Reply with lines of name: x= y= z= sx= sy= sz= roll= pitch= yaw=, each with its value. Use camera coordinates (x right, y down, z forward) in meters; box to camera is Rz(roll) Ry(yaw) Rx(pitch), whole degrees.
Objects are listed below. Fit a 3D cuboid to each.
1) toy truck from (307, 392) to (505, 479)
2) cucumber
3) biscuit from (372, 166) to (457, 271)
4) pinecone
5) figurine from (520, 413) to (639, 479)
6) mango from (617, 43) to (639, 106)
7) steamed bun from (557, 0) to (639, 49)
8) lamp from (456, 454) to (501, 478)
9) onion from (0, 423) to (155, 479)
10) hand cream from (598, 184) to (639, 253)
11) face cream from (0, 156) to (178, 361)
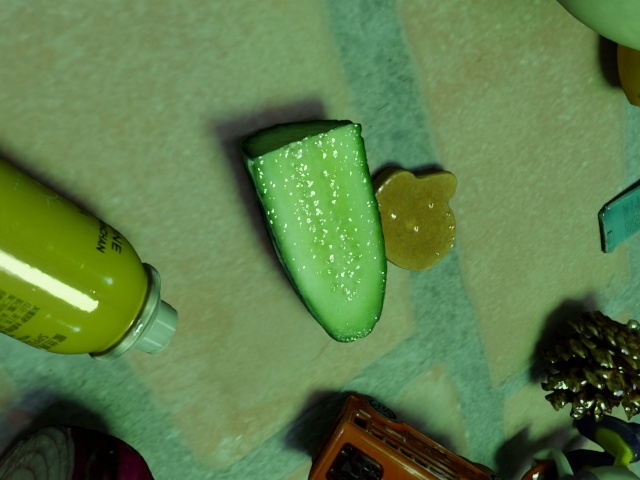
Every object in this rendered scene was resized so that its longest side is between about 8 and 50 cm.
toy truck: x=0.114 y=0.289 z=0.670 sx=0.252 sy=0.114 sz=0.108 roll=31 pitch=95 yaw=7
cucumber: x=0.000 y=0.000 z=0.565 sx=0.115 sy=0.063 sz=0.244 roll=-31 pitch=125 yaw=-23
biscuit: x=0.102 y=-0.029 z=0.640 sx=0.118 sy=0.023 sz=0.140 roll=-49 pitch=127 yaw=-3
pinecone: x=0.395 y=0.183 z=0.845 sx=0.173 sy=0.173 sz=0.174 roll=-13 pitch=119 yaw=-26
figurine: x=0.384 y=0.414 z=0.866 sx=0.420 sy=0.193 sz=0.154 roll=-20 pitch=125 yaw=-39
mango: x=0.429 y=-0.275 z=0.657 sx=0.187 sy=0.138 sz=0.257 roll=2 pitch=108 yaw=-10
steamed bun: x=0.317 y=-0.334 z=0.470 sx=0.373 sy=0.241 sz=0.375 roll=0 pitch=100 yaw=-1
lamp: x=0.179 y=0.367 z=0.800 sx=0.181 sy=0.140 sz=0.182 roll=7 pitch=118 yaw=13
onion: x=-0.204 y=0.269 z=0.471 sx=0.195 sy=0.218 sz=0.140 roll=-43 pitch=129 yaw=-6
hand cream: x=0.495 y=-0.066 z=0.859 sx=0.224 sy=0.048 sz=0.083 roll=-31 pitch=125 yaw=-8
face cream: x=-0.237 y=-0.011 z=0.388 sx=0.105 sy=0.105 sz=0.348 roll=-51 pitch=128 yaw=-1
